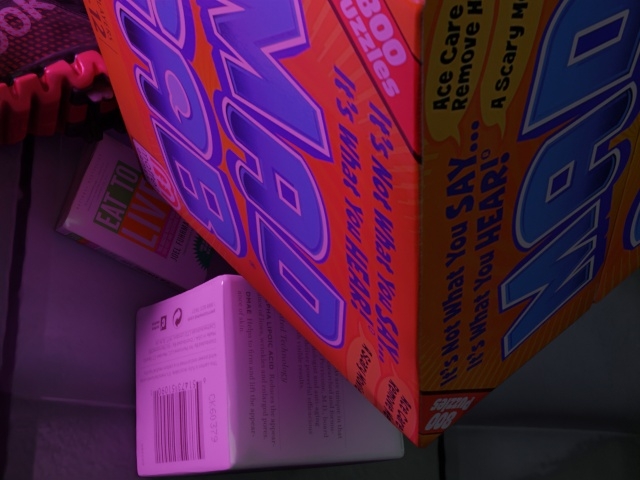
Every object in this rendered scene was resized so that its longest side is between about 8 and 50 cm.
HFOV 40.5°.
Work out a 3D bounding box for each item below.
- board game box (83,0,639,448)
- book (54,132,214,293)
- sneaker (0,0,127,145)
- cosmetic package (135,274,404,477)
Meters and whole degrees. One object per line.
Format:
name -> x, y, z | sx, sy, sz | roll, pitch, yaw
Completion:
board game box -> 0.075, -0.162, 0.600 | 0.356, 0.356, 0.356 | -34, 144, -21
book -> -0.161, -0.020, 0.798 | 0.144, 0.035, 0.096 | 30, 63, -31
sneaker -> -0.274, -0.134, 0.695 | 0.276, 0.097, 0.135 | -19, 73, -32
cosmetic package -> -0.047, 0.125, 0.765 | 0.183, 0.151, 0.152 | 8, 71, -39
